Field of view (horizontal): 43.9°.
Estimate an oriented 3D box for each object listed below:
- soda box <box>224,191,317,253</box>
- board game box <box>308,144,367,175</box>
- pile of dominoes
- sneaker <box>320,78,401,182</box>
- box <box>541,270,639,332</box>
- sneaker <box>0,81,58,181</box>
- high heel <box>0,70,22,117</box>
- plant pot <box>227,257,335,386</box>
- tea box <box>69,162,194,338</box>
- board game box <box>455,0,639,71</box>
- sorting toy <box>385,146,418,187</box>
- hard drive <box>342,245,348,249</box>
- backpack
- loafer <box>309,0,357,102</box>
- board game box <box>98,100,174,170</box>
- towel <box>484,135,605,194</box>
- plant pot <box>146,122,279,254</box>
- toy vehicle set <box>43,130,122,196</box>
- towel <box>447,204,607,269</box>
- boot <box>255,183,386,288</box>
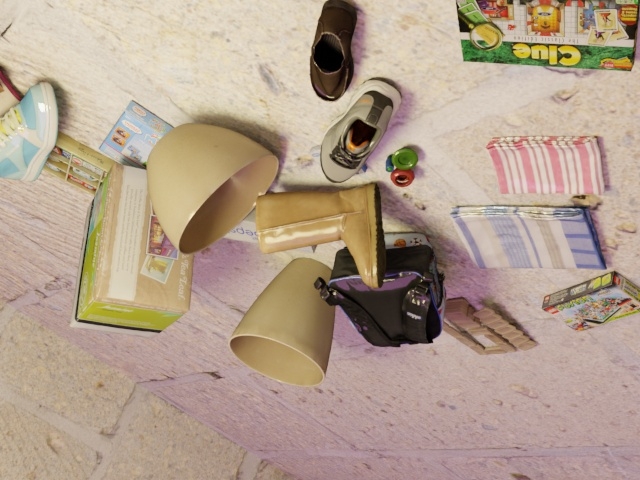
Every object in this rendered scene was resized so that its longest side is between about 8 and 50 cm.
[{"bbox_3d":[-0.136,-0.053,1.854,0.286,0.098,0.091,9,145,21],"label":"soda box"},{"bbox_3d":[0.036,-0.166,1.638,0.090,0.020,0.090,-10,136,43],"label":"board game box"},{"bbox_3d":[0.414,0.217,2.001,0.251,0.040,0.196,34,148,-34],"label":"pile of dominoes"},{"bbox_3d":[0.057,-0.187,1.492,0.100,0.108,0.271,26,146,-5],"label":"sneaker"},{"bbox_3d":[0.596,0.137,1.728,0.114,0.036,0.207,32,149,-15],"label":"box"},{"bbox_3d":[-0.726,-0.239,1.809,0.208,0.127,0.319,-5,149,-36],"label":"sneaker"},{"bbox_3d":[-0.756,-0.349,1.854,0.117,0.082,0.244,59,175,16],"label":"high heel"},{"bbox_3d":[-0.066,0.190,2.018,0.256,0.274,0.256,16,149,10],"label":"plant pot"},{"bbox_3d":[-0.450,0.037,1.922,0.220,0.329,0.323,12,156,-25],"label":"tea box"},{"bbox_3d":[0.336,-0.319,1.189,0.259,0.030,0.136,9,149,23],"label":"board game box"},{"bbox_3d":[0.159,-0.153,1.567,0.061,0.042,0.102,5,136,1],"label":"sorting toy"},{"bbox_3d":[0.126,0.058,1.930,0.094,0.022,0.135,-7,138,41],"label":"hard drive"},{"bbox_3d":[0.164,0.119,1.805,0.276,0.213,0.263,-1,132,25],"label":"backpack"},{"bbox_3d":[0.011,-0.311,1.366,0.080,0.078,0.220,17,149,10],"label":"loafer"},{"bbox_3d":[-0.406,-0.220,1.828,0.160,0.039,0.211,33,150,-18],"label":"board game box"},{"bbox_3d":[0.408,-0.130,1.438,0.197,0.029,0.144,3,145,30],"label":"towel"},{"bbox_3d":[-0.255,-0.135,1.673,0.191,0.284,0.284,44,152,11],"label":"plant pot"},{"bbox_3d":[-0.595,-0.178,2.022,0.266,0.035,0.166,28,149,-9],"label":"toy vehicle set"},{"bbox_3d":[0.423,0.000,1.631,0.285,0.034,0.209,1,144,32],"label":"towel"},{"bbox_3d":[0.000,0.000,1.691,0.269,0.236,0.089,-7,161,17],"label":"boot"}]
